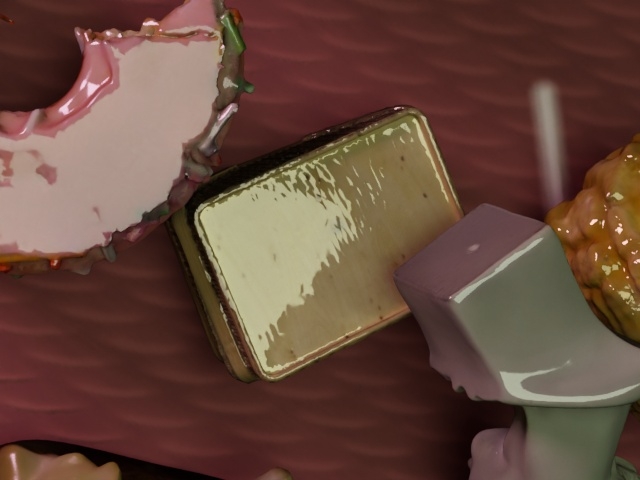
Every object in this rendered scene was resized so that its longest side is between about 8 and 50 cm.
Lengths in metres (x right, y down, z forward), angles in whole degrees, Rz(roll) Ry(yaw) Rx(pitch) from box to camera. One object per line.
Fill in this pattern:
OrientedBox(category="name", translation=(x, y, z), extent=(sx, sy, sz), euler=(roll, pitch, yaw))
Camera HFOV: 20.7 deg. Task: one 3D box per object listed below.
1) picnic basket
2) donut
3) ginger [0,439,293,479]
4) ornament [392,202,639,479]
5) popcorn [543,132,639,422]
OrientedBox(category="picnic basket", translation=(0.000, 0.000, 0.998), extent=(0.164, 0.079, 0.115), euler=(-23, 99, -17))
OrientedBox(category="donut", translation=(-0.165, -0.081, 0.924), extent=(0.233, 0.085, 0.199), euler=(30, 87, -10))
OrientedBox(category="ginger", translation=(-0.113, 0.292, 0.910), extent=(0.413, 0.211, 0.359), euler=(10, 92, -20))
OrientedBox(category="ornament", translation=(0.133, 0.110, 0.978), extent=(0.120, 0.130, 0.285), euler=(-23, 124, -15))
OrientedBox(category="popcorn", translation=(0.217, 0.039, 1.051), extent=(0.194, 0.140, 0.163), euler=(37, 73, -27))
